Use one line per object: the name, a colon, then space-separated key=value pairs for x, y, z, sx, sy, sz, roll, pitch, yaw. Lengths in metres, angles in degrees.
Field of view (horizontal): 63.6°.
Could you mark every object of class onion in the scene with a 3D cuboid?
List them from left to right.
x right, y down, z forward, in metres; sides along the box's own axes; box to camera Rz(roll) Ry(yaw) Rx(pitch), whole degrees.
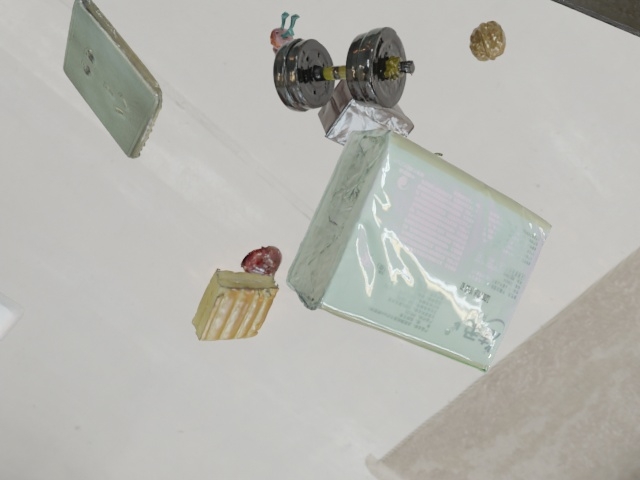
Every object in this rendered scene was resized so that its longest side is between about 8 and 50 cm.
onion: x=-0.242 y=0.105 z=2.182 sx=0.184 sy=0.146 sz=0.184 roll=-18 pitch=149 yaw=-11

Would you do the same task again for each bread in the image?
bread: x=-0.288 y=0.221 z=1.779 sx=0.240 sy=0.111 sz=0.245 roll=5 pitch=122 yaw=-39

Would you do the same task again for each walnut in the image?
walnut: x=0.388 y=-0.461 z=1.198 sx=0.079 sy=0.096 sz=0.083 roll=-15 pitch=151 yaw=34

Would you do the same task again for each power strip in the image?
power strip: x=-0.331 y=-0.268 z=0.856 sx=0.213 sy=0.064 sz=0.198 roll=53 pitch=140 yaw=-3

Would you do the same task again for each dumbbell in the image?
dumbbell: x=0.047 y=-0.408 z=1.256 sx=0.389 sy=0.185 sz=0.184 roll=9 pitch=118 yaw=34

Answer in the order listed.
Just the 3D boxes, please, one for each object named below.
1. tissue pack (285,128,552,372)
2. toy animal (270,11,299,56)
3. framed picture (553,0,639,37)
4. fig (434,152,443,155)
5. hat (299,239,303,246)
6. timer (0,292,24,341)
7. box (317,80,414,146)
tissue pack: x=0.186 y=0.023 z=0.980 sx=0.405 sy=0.205 sz=0.331 roll=24 pitch=90 yaw=-26
toy animal: x=-0.099 y=-0.589 z=1.555 sx=0.103 sy=0.208 sz=0.100 roll=42 pitch=73 yaw=3
framed picture: x=0.378 y=-0.373 z=0.686 sx=0.324 sy=0.244 sz=0.013 roll=34 pitch=154 yaw=19
fig: x=0.291 y=-0.194 z=1.409 sx=0.084 sy=0.082 sz=0.098 roll=6 pitch=104 yaw=-9
hat: x=0.000 y=0.000 z=1.393 sx=0.121 sy=0.121 sz=0.050 roll=-43 pitch=110 yaw=13
timer: x=-0.641 y=0.135 z=0.842 sx=0.194 sy=0.193 sz=0.194 roll=45 pitch=62 yaw=-25
box: x=0.143 y=-0.397 z=1.699 sx=0.253 sy=0.153 sz=0.188 roll=16 pitch=129 yaw=-31
